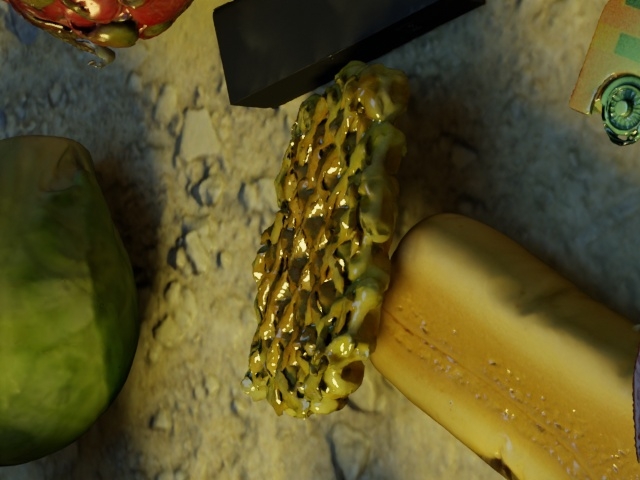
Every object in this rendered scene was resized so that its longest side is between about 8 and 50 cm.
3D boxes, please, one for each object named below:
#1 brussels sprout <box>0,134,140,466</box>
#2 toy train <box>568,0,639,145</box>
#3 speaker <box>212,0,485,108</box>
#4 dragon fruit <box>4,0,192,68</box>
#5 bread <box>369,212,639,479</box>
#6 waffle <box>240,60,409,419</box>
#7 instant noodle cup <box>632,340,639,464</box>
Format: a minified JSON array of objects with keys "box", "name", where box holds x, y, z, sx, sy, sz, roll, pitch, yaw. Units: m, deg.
[{"box":[-0.252,0.047,1.461,0.219,0.210,0.271,-17,63,64],"name":"brussels sprout"},{"box":[0.235,-0.089,1.097,0.188,0.072,0.099,28,108,40],"name":"toy train"},{"box":[0.016,-0.169,1.324,0.218,0.044,0.082,-23,72,40],"name":"speaker"},{"box":[-0.170,-0.280,1.375,0.291,0.250,0.269,19,82,48],"name":"dragon fruit"},{"box":[0.156,0.096,1.148,0.305,0.091,0.142,39,119,37],"name":"bread"},{"box":[0.002,0.000,1.256,0.245,0.052,0.254,147,132,-69],"name":"waffle"},{"box":[0.305,0.091,0.979,0.274,0.091,0.274,-1,84,11],"name":"instant noodle cup"}]
